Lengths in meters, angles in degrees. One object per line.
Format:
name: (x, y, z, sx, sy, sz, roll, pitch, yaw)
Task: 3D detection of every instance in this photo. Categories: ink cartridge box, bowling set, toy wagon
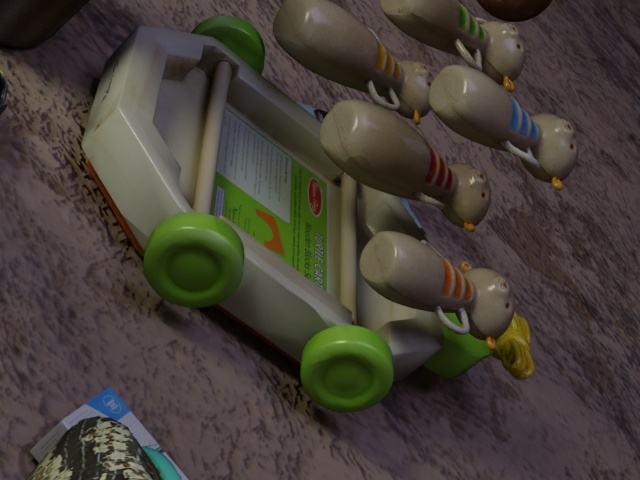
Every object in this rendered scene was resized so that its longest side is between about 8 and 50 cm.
ink cartridge box: (-0.093, 0.116, 0.704, 0.083, 0.028, 0.048, 49, 26, 2)
bowling set: (0.107, -0.088, 0.961, 0.154, 0.200, 0.287, 24, 39, -43)
toy wagon: (0.000, 0.000, 0.966, 0.344, 0.068, 0.267, 37, 28, -22)

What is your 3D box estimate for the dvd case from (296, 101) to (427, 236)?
dvd case: (0.029, -0.052, 1.142, 0.087, 0.013, 0.119, 13, 43, -50)

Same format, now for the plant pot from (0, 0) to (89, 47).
plant pot: (-0.168, -0.216, 0.896, 0.167, 0.165, 0.167, 37, 27, -23)

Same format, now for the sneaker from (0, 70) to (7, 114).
sneaker: (-0.191, -0.088, 0.830, 0.031, 0.035, 0.083, 24, 35, -41)

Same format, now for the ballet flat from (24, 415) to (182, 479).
ballet flat: (-0.074, 0.259, 0.419, 0.182, 0.164, 0.483, 0, 51, -31)
